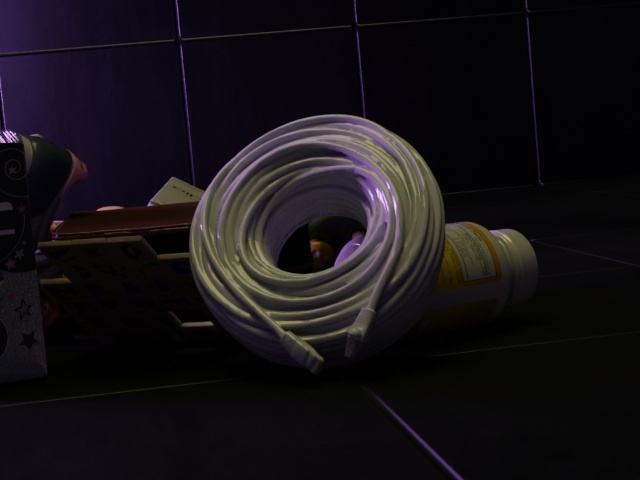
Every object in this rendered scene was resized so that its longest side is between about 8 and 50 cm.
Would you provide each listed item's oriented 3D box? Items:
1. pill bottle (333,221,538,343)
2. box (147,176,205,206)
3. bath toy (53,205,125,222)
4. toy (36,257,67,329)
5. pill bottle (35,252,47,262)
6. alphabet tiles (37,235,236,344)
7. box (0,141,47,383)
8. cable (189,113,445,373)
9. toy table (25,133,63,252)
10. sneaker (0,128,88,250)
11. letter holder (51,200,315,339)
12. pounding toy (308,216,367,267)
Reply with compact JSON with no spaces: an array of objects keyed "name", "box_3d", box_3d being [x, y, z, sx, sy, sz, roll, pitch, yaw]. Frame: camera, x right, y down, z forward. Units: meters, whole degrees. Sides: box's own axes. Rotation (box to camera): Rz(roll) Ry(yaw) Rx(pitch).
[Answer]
[{"name":"pill bottle","box_3d":[0.127,0.042,1.433,0.208,0.117,0.118,-9,6,-33]},{"name":"box","box_3d":[-0.136,-0.007,1.945,0.232,0.058,0.322,25,8,-5]},{"name":"bath toy","box_3d":[-0.431,0.017,2.321,0.348,0.151,0.129,-6,40,-1]},{"name":"toy","box_3d":[-0.357,0.077,1.739,0.137,0.056,0.237,-49,-15,28]},{"name":"pill bottle","box_3d":[-0.342,0.049,1.973,0.169,0.094,0.094,-5,5,-2]},{"name":"alphabet tiles","box_3d":[-0.197,0.058,1.443,0.198,0.009,0.237,-3,-30,19]},{"name":"box","box_3d":[-0.379,0.024,1.406,0.142,0.247,0.163,-8,6,-25]},{"name":"cable","box_3d":[0.000,0.000,1.319,0.257,0.257,0.089,29,-19,31]},{"name":"toy table","box_3d":[-0.500,-0.049,1.903,0.274,0.160,0.252,-15,9,-27]},{"name":"sneaker","box_3d":[-0.402,0.010,1.695,0.131,0.319,0.112,12,33,-44]},{"name":"letter holder","box_3d":[-0.157,0.036,1.629,0.302,0.152,0.214,-5,7,-2]},{"name":"pounding toy","box_3d":[0.010,-0.015,2.193,0.237,0.110,0.183,32,-53,-33]}]
